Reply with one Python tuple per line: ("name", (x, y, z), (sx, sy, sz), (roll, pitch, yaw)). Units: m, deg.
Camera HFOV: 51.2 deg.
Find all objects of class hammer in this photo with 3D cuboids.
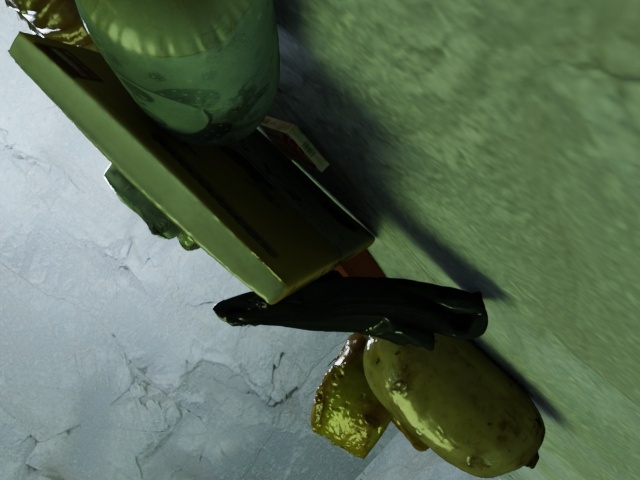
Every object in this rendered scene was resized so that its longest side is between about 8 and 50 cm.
("hammer", (-0.142, -0.208, 0.440), (0.305, 0.113, 0.202), (52, 171, 7))

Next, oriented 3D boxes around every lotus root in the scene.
("lotus root", (0.153, 0.188, 0.856), (0.284, 0.146, 0.160), (46, 156, 14))

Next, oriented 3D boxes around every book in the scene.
("book", (-0.077, -0.067, 0.636), (0.269, 0.032, 0.389), (43, -167, 6))

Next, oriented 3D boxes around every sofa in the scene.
("sofa", (-0.226, -0.092, 1.163), (0.176, 0.210, 0.225), (40, 169, 24))

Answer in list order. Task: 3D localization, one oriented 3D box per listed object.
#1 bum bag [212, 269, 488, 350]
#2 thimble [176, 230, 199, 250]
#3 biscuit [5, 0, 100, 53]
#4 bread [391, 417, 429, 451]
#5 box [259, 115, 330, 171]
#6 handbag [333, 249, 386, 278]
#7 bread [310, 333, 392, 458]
("bum bag", (0.028, 0.059, 0.623), (0.248, 0.060, 0.123), (5, -174, 1))
("thimble", (-0.251, -0.067, 1.374), (0.143, 0.137, 0.190), (63, 151, 2))
("biscuit", (-0.469, -0.412, 1.100), (0.326, 0.107, 0.326), (40, 171, 7))
("bread", (0.219, 0.361, 1.491), (0.143, 0.158, 0.149), (45, 178, -22))
("box", (-0.030, -0.103, 0.706), (0.058, 0.015, 0.093), (46, 174, -29))
("handbag", (0.000, 0.000, 0.992), (0.190, 0.063, 0.127), (33, 168, 40))
("bread", (0.090, 0.250, 1.210), (0.160, 0.260, 0.147), (37, 158, 12))
